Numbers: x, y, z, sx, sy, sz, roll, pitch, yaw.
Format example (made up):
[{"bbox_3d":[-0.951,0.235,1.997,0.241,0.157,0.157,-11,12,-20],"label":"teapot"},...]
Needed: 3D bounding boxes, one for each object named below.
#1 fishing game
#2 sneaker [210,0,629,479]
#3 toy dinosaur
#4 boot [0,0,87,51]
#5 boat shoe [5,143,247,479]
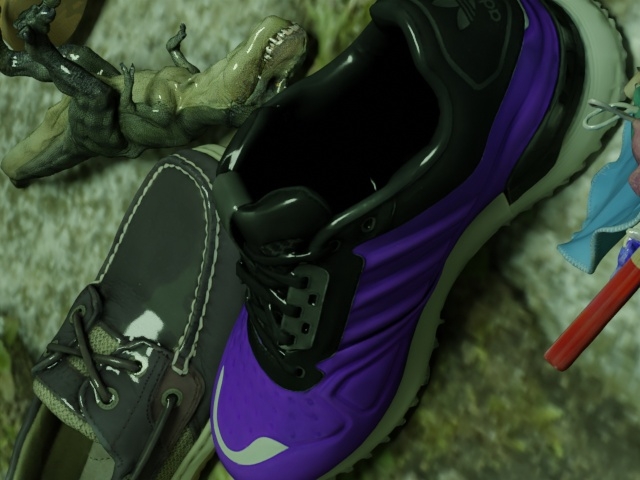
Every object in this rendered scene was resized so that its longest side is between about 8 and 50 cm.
[{"bbox_3d":[0.134,-0.072,0.578,0.041,0.264,0.189,36,122,-2],"label":"fishing game"},{"bbox_3d":[0.000,-0.001,0.766,0.102,0.146,0.293,51,123,33],"label":"sneaker"},{"bbox_3d":[-0.130,-0.083,0.925,0.268,0.118,0.064,-13,41,44],"label":"toy dinosaur"},{"bbox_3d":[-0.175,-0.273,0.979,0.211,0.104,0.295,49,126,34],"label":"boot"},{"bbox_3d":[-0.108,0.083,0.910,0.103,0.092,0.285,38,115,39],"label":"boat shoe"}]
